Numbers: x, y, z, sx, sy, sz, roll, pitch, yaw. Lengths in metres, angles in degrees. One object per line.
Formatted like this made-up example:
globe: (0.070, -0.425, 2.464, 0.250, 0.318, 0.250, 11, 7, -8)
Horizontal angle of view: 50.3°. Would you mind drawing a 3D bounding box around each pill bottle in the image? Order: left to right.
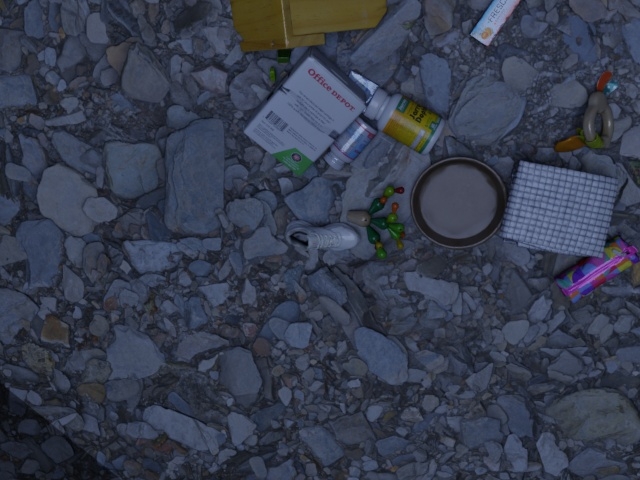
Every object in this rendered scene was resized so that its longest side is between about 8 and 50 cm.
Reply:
pill bottle: (0.083, -0.280, 1.948, 0.087, 0.087, 0.160, 40, 111, -4)
pill bottle: (0.230, -0.334, 1.886, 0.208, 0.117, 0.118, 30, 111, -1)

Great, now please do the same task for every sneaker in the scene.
sneaker: (0.000, 0.000, 2.042, 0.232, 0.115, 0.091, 3, 109, 9)

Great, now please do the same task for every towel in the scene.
towel: (0.648, -0.086, 1.879, 0.283, 0.121, 0.235, 10, 100, 5)

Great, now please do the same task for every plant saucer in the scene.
plant saucer: (0.399, -0.109, 1.974, 0.277, 0.041, 0.278, 3, 109, 10)

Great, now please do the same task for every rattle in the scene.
rattle: (0.719, -0.344, 1.843, 0.130, 0.142, 0.200, -4, 93, -22)

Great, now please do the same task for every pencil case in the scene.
pencil case: (0.786, 0.081, 1.938, 0.236, 0.104, 0.104, -41, 98, 20)

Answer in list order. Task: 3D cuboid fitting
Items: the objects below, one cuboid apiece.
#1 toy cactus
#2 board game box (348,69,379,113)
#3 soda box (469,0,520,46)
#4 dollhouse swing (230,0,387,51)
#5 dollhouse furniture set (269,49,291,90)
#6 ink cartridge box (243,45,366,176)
toy cactus: (0.169, -0.063, 2.014, 0.180, 0.112, 0.219, 13, 114, 26)
board game box: (0.106, -0.421, 1.931, 0.090, 0.020, 0.090, 29, 111, -2)
soda box: (0.467, -0.602, 1.785, 0.063, 0.058, 0.183, 34, 110, -2)
dollhouse swing: (-0.041, -0.709, 1.841, 0.315, 0.304, 0.347, 15, 118, 50)
dollhouse furniture set: (-0.104, -0.465, 1.954, 0.076, 0.059, 0.152, -2, 127, 3)
ink cartridge box: (-0.040, -0.357, 1.893, 0.211, 0.122, 0.289, 38, 116, -18)
